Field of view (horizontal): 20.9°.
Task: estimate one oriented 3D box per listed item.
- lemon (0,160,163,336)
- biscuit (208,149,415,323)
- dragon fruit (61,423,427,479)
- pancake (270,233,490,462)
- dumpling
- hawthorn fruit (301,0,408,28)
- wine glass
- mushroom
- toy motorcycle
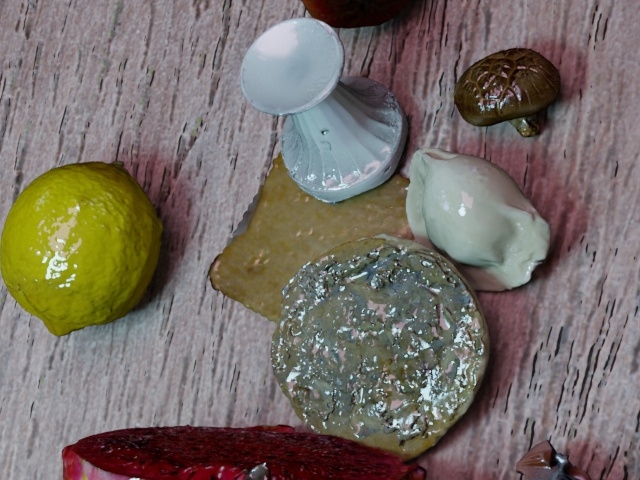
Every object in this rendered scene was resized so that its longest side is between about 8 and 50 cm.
[{"bbox_3d":[-0.293,0.005,2.132,0.192,0.192,0.231,13,78,29],"label":"lemon"},{"bbox_3d":[0.000,0.000,2.093,0.237,0.013,0.232,28,85,32],"label":"biscuit"},{"bbox_3d":[-0.086,0.320,1.837,0.386,0.371,0.249,5,95,-4],"label":"dragon fruit"},{"bbox_3d":[0.067,0.119,1.973,0.282,0.049,0.282,-7,78,31],"label":"pancake"},{"bbox_3d":[0.166,-0.018,1.972,0.181,0.111,0.155,49,128,54],"label":"dumpling"},{"bbox_3d":[0.033,-0.353,2.129,0.157,0.157,0.194,-32,55,12],"label":"hawthorn fruit"},{"bbox_3d":[-0.002,-0.155,2.035,0.165,0.196,0.165,-10,63,20],"label":"wine glass"},{"bbox_3d":[0.215,-0.176,2.010,0.126,0.085,0.109,-18,64,13],"label":"mushroom"},{"bbox_3d":[0.283,0.274,1.814,0.212,0.084,0.118,6,73,20],"label":"toy motorcycle"}]
